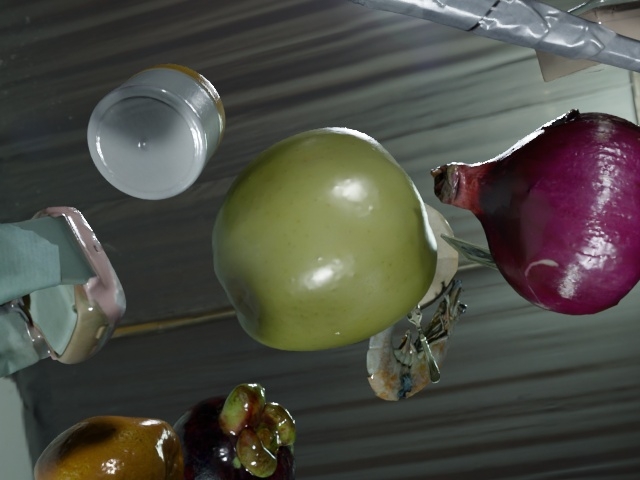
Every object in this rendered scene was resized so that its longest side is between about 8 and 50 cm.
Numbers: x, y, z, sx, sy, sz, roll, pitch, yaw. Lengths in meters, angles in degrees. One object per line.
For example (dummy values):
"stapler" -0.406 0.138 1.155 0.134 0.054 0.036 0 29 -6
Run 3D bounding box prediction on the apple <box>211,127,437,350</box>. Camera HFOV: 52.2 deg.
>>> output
"apple" 0.000 0.000 1.345 0.473 0.474 0.473 -11 90 -81

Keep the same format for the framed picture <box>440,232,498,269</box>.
"framed picture" 0.403 0.045 1.493 0.173 0.231 0.010 33 80 -51

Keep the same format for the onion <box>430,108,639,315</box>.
"onion" 0.370 -0.058 1.088 0.348 0.385 0.347 14 90 -81

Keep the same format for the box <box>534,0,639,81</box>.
"box" 0.288 -0.212 0.692 0.122 0.089 0.062 -174 -109 -73

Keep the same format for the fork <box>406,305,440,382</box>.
"fork" 0.213 0.208 1.381 0.219 0.034 0.028 -100 168 -45

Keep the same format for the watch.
"watch" -0.355 0.077 0.701 0.241 0.253 0.162 -25 74 -41

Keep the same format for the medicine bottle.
"medicine bottle" -0.333 -0.229 1.360 0.232 0.238 0.238 -84 160 -65

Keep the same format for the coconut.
"coconut" 0.206 0.042 1.687 0.329 0.329 0.329 -11 90 -81

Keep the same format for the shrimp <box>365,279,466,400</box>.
"shrimp" 0.227 0.209 1.527 0.360 0.085 0.247 -47 120 -23

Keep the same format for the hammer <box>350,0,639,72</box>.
"hammer" 0.221 -0.150 0.486 0.044 0.427 0.152 -104 -147 -89

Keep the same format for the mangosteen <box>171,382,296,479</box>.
"mangosteen" -0.173 0.429 1.287 0.288 0.288 0.288 -11 90 -81

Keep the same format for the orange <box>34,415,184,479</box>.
"orange" -0.325 0.363 1.013 0.183 0.249 0.249 46 1 15
